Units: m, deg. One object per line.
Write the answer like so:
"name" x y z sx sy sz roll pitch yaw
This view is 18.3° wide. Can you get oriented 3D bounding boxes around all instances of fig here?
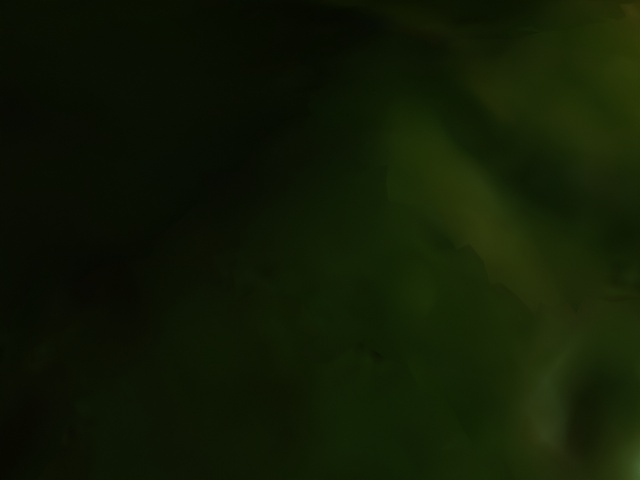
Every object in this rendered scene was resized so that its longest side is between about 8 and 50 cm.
"fig" -0.009 0.069 0.484 0.343 0.343 0.343 -7 90 -73
